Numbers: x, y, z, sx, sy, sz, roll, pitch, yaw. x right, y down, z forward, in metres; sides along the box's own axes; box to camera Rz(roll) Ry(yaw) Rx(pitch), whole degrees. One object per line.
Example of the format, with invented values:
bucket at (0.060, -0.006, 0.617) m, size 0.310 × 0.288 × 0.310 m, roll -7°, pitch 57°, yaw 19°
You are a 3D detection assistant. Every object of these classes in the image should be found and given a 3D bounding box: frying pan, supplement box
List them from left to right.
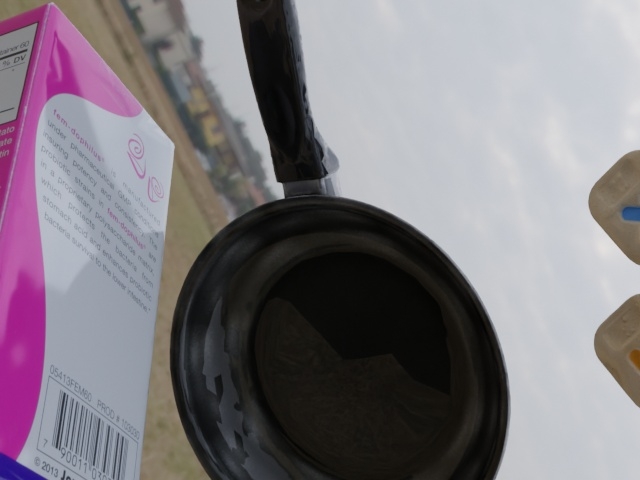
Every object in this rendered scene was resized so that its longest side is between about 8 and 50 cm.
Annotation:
supplement box at (-0.144, 0.022, 0.448) m, size 0.111 × 0.114 × 0.220 m, roll 53°, pitch 31°, yaw -48°
frying pan at (-0.021, 0.015, 0.548) m, size 0.053 × 0.197 × 0.326 m, roll -17°, pitch 79°, yaw -61°

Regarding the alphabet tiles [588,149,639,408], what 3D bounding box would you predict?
alphabet tiles at (0.291, 0.015, 0.575) m, size 0.021 × 0.284 × 0.278 m, roll 9°, pitch 38°, yaw -50°
